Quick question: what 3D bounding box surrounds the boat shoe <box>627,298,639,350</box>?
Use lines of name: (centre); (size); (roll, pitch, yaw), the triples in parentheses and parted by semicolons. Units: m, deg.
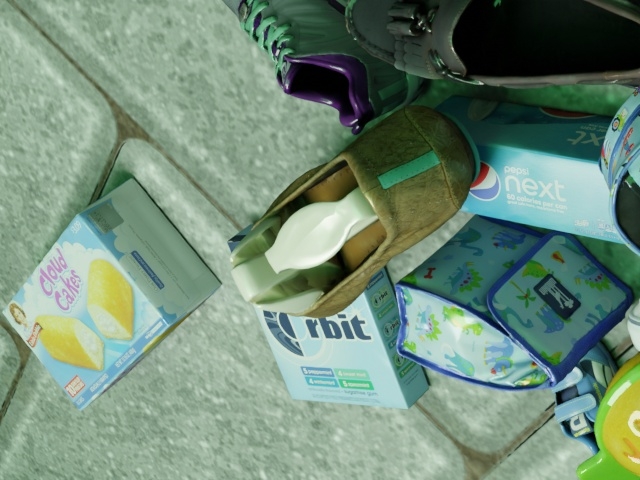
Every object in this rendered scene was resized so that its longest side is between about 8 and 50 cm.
boat shoe: (0.320, 0.014, 0.937); (0.258, 0.095, 0.084); (-20, 100, 38)

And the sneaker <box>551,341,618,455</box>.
sneaker: (0.220, 0.128, 1.131); (0.144, 0.059, 0.053); (51, 143, 2)

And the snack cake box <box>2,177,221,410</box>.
snack cake box: (-0.237, 0.065, 1.496); (0.152, 0.089, 0.264); (49, 140, 1)

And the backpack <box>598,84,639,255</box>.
backpack: (0.247, -0.052, 0.846); (0.158, 0.173, 0.117); (-43, 41, 20)

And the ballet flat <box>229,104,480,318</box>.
ballet flat: (0.000, 0.000, 1.096); (0.116, 0.124, 0.342); (60, 149, 3)

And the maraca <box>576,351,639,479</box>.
maraca: (0.271, 0.145, 1.054); (0.127, 0.099, 0.185); (9, 132, -10)

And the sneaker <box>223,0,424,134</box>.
sneaker: (-0.024, -0.172, 1.107); (0.224, 0.098, 0.083); (35, 137, 19)

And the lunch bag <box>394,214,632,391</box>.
lunch bag: (0.154, 0.054, 1.084); (0.151, 0.129, 0.096); (23, 133, 32)

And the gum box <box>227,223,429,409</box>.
gum box: (0.007, 0.071, 1.305); (0.157, 0.041, 0.184); (-2, 118, 44)

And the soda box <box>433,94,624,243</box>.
soda box: (0.171, -0.056, 1.029); (0.210, 0.071, 0.067); (14, 128, 37)

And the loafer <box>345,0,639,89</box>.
loafer: (0.132, -0.158, 0.959); (0.303, 0.095, 0.109); (12, 109, 36)
